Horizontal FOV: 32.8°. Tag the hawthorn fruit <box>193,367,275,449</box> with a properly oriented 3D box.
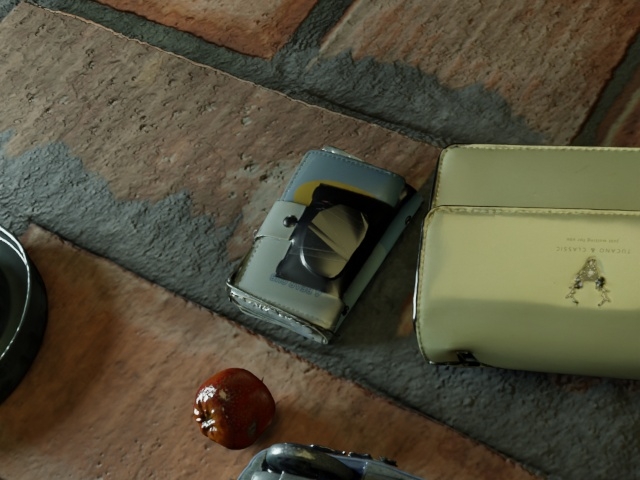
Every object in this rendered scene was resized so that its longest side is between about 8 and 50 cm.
[{"bbox_3d":[-0.093,0.183,1.198,0.093,0.093,0.093,-8,54,12],"label":"hawthorn fruit"}]

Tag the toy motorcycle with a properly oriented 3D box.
[{"bbox_3d":[0.074,0.286,0.999,0.358,0.213,0.125,7,59,27],"label":"toy motorcycle"}]

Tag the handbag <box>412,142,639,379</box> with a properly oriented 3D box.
[{"bbox_3d":[0.291,0.029,1.138,0.358,0.160,0.237,3,64,19],"label":"handbag"}]

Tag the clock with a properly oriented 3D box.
[{"bbox_3d":[-0.502,0.110,1.384,0.318,0.066,0.319,-8,55,12],"label":"clock"}]

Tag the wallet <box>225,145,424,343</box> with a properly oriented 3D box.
[{"bbox_3d":[0.000,0.000,1.305,0.170,0.069,0.231,23,66,24],"label":"wallet"}]
